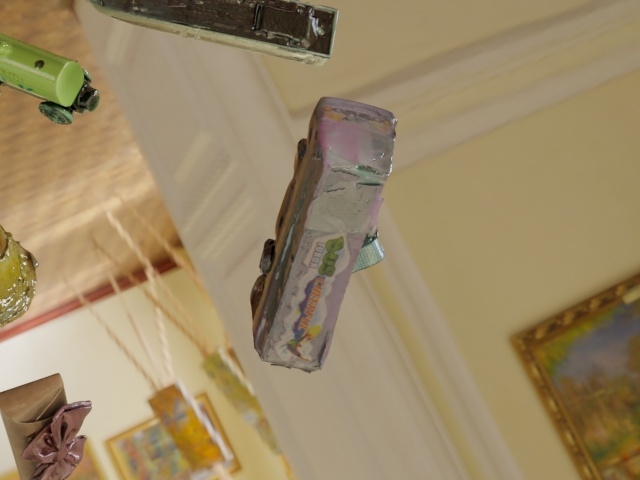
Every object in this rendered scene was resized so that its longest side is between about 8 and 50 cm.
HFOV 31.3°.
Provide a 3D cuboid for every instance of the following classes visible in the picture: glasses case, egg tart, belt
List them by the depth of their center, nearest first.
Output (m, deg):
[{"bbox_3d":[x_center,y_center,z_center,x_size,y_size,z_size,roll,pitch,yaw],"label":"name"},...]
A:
[{"bbox_3d":[-0.315,0.240,1.360,0.102,0.070,0.193,-17,144,-18],"label":"glasses case"},{"bbox_3d":[-0.626,0.025,1.959,0.315,0.315,0.120,-18,147,-49],"label":"egg tart"},{"bbox_3d":[0.028,0.038,2.085,0.179,0.065,0.100,-20,-168,4],"label":"belt"}]

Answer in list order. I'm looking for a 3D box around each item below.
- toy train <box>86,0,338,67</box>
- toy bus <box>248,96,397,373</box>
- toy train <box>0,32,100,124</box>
[{"bbox_3d":[-0.180,-0.358,1.802,0.406,0.087,0.088,11,171,-13],"label":"toy train"},{"bbox_3d":[0.000,0.000,1.310,0.112,0.138,0.317,11,125,-9],"label":"toy bus"},{"bbox_3d":[-0.471,-0.270,1.783,0.157,0.253,0.105,67,46,-71],"label":"toy train"}]
